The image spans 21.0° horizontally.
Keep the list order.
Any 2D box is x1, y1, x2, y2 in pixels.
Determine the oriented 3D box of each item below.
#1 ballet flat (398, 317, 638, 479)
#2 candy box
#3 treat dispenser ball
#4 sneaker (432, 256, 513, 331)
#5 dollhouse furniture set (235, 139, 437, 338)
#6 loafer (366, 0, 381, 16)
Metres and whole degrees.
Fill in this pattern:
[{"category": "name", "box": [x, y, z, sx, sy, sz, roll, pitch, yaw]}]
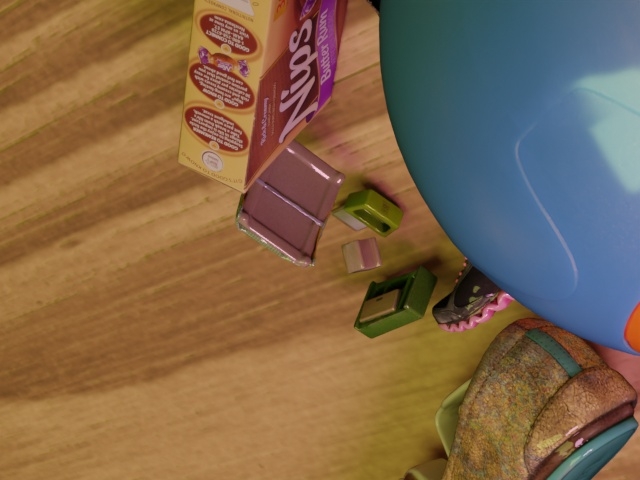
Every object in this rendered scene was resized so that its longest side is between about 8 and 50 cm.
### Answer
[{"category": "ballet flat", "box": [0.107, 0.174, 1.168, 0.123, 0.123, 0.348, 32, 139, 9]}, {"category": "candy box", "box": [-0.028, -0.131, 0.988, 0.053, 0.109, 0.187, 25, 136, 16]}, {"category": "treat dispenser ball", "box": [0.169, -0.089, 0.745, 0.288, 0.288, 0.288, 20, 135, 21]}, {"category": "sneaker", "box": [0.106, 0.014, 1.070, 0.057, 0.047, 0.119, 51, 130, -3]}, {"category": "dollhouse furniture set", "box": [0.000, 0.000, 1.095, 0.151, 0.076, 0.058, 35, 148, -23]}, {"category": "loafer", "box": [0.085, -0.089, 0.965, 0.220, 0.078, 0.080, 50, 138, -11]}]
